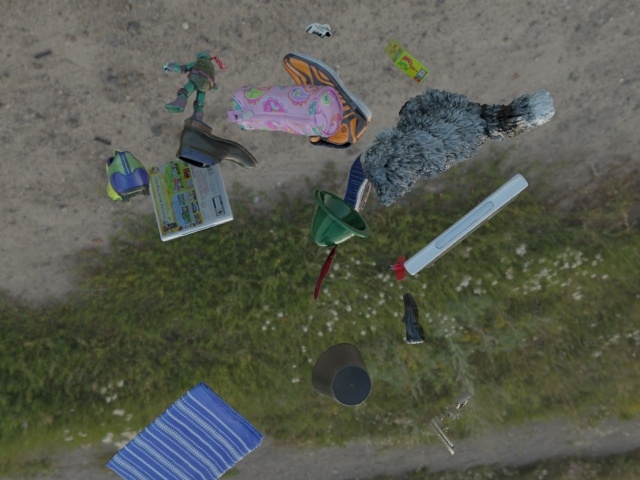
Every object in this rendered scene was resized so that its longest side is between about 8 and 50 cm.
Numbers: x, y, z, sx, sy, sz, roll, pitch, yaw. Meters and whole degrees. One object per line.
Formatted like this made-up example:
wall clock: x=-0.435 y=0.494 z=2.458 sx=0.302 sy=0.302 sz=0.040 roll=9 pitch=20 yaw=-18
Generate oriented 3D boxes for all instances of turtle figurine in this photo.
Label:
turtle figurine: x=-0.351 y=-0.447 z=1.547 sx=0.175 sy=0.234 sz=0.118 roll=23 pitch=158 yaw=-35

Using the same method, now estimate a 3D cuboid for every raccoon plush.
raccoon plush: x=0.296 y=-0.252 z=1.329 sx=0.446 sy=0.299 sz=0.216 roll=-23 pitch=106 yaw=40

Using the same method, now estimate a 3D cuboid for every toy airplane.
toy airplane: x=0.297 y=0.085 z=1.886 sx=0.151 sy=0.151 sz=0.028 roll=-14 pitch=118 yaw=-5

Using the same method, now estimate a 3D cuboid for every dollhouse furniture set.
dollhouse furniture set: x=0.476 y=0.630 z=1.912 sx=0.151 sy=0.123 sz=0.144 roll=-33 pitch=152 yaw=-14

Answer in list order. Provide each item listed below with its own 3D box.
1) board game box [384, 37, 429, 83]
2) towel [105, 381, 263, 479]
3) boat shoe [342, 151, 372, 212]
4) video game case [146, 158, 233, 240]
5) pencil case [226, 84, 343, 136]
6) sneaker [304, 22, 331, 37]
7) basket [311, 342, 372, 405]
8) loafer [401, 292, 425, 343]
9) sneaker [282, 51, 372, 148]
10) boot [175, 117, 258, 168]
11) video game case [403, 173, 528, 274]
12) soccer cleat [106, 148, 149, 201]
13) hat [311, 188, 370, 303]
board game box: x=0.238 y=-0.502 z=1.541 sx=0.092 sy=0.181 sz=0.043 roll=31 pitch=114 yaw=-19
towel: x=-0.342 y=0.542 z=1.425 sx=0.336 sy=0.040 sz=0.243 roll=-41 pitch=107 yaw=4
boat shoe: x=0.114 y=-0.162 z=1.571 sx=0.066 sy=0.066 sz=0.183 roll=-3 pitch=118 yaw=-53
video game case: x=-0.371 y=-0.132 z=1.567 sx=0.206 sy=0.227 sz=0.026 roll=-17 pitch=163 yaw=0
pencil case: x=-0.087 y=-0.314 z=1.337 sx=0.284 sy=0.124 sz=0.124 roll=12 pitch=158 yaw=33
sneaker: x=-0.003 y=-0.582 z=1.544 sx=0.083 sy=0.037 sz=0.032 roll=-15 pitch=173 yaw=-30
basket: x=0.076 y=0.447 z=1.808 sx=0.204 sy=0.154 sz=0.227 roll=-48 pitch=-173 yaw=-7
loafer: x=0.294 y=0.260 z=1.844 sx=0.061 sy=0.170 sz=0.062 roll=-20 pitch=160 yaw=29
sneaker: x=-0.005 y=-0.387 z=1.603 sx=0.321 sy=0.124 sz=0.180 roll=36 pitch=77 yaw=-18
boot: x=-0.271 y=-0.215 z=1.439 sx=0.219 sy=0.106 sz=0.082 roll=29 pitch=161 yaw=-27
video game case: x=0.206 y=-0.018 z=0.788 sx=0.183 sy=0.023 sz=0.201 roll=-40 pitch=171 yaw=12
soccer cleat: x=-0.454 y=-0.154 z=1.295 sx=0.093 sy=0.289 sz=0.121 roll=-19 pitch=101 yaw=-22
hat: x=0.000 y=0.000 z=1.352 sx=0.173 sy=0.208 sz=0.183 roll=38 pitch=109 yaw=0
